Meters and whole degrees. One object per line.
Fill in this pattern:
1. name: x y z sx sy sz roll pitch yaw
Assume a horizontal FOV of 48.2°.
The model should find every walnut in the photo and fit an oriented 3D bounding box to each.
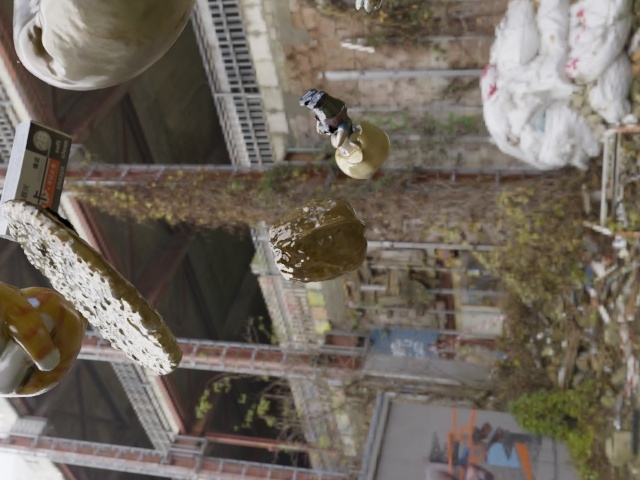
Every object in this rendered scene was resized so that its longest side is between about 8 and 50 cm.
1. walnut: 0.000 0.000 0.688 0.082 0.096 0.079 68 -176 -72

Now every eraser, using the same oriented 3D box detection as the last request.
1. eraser: -0.294 -0.058 0.734 0.052 0.029 0.122 22 -110 -49

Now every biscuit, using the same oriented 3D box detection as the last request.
1. biscuit: -0.209 0.045 0.657 0.033 0.220 0.220 -47 -35 -24

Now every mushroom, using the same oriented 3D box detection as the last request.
1. mushroom: -0.264 -0.291 0.676 0.290 0.292 0.292 3 -91 -35

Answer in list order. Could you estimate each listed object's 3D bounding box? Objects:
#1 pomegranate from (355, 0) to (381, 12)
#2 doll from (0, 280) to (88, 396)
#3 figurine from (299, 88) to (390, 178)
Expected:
1. pomegranate: 0.106 -0.486 1.247 0.209 0.180 0.180 108 177 -53
2. doll: -0.429 0.116 0.917 0.270 0.162 0.166 34 -83 -40
3. figurine: 0.044 -0.191 1.293 0.196 0.114 0.108 37 -100 -37
